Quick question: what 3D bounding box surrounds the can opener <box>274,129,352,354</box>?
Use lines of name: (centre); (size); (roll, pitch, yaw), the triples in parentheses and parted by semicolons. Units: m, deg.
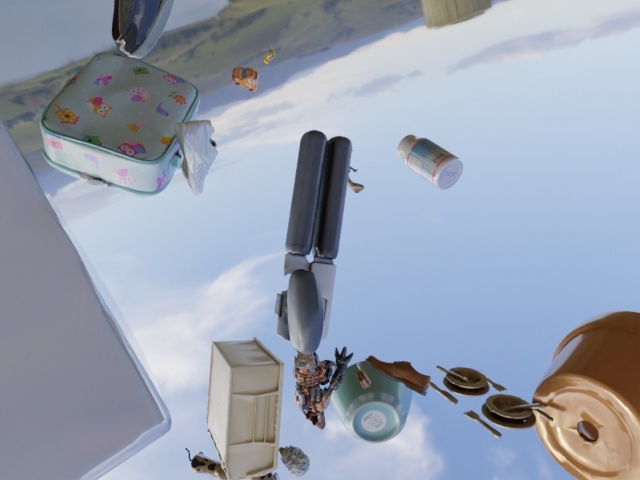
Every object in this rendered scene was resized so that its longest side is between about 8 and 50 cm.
can opener: (0.000, 0.000, 0.649); (0.075, 0.284, 0.095); (8, 180, -23)

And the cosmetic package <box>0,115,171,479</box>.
cosmetic package: (-0.274, 0.071, 0.452); (0.161, 0.230, 0.453); (-30, -177, -22)

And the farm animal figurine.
farm animal figurine: (-0.249, 0.742, 1.713); (0.330, 0.327, 0.172); (-38, 170, -9)

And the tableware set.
tableware set: (0.295, 0.269, 0.900); (0.128, 0.039, 0.194); (-5, -165, -25)

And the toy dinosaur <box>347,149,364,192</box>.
toy dinosaur: (0.037, -0.210, 1.317); (0.064, 0.112, 0.212); (-25, -113, -16)

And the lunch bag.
lunch bag: (-0.340, -0.204, 0.901); (0.224, 0.108, 0.279); (20, -133, -11)

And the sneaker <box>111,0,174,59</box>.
sneaker: (-0.190, -0.286, 0.450); (0.118, 0.222, 0.083); (1, -160, -42)

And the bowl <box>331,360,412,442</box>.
bowl: (0.195, 0.613, 1.849); (0.311, 0.312, 0.163); (-16, -162, 4)

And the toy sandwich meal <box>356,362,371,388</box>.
toy sandwich meal: (0.125, 0.409, 1.526); (0.029, 0.086, 0.085); (-31, -156, -4)

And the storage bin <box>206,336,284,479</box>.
storage bin: (-0.190, 0.392, 1.223); (0.123, 0.261, 0.262); (3, -178, -22)

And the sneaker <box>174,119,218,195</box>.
sneaker: (-0.194, -0.130, 0.817); (0.061, 0.152, 0.054); (-22, -120, -23)

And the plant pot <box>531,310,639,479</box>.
plant pot: (0.510, 0.289, 0.877); (0.203, 0.291, 0.290); (-14, -163, -35)

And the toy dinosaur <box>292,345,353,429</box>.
toy dinosaur: (-0.023, 0.400, 1.400); (0.164, 0.322, 0.218); (20, -144, 4)

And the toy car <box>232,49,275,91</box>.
toy car: (-0.132, -0.356, 1.017); (0.040, 0.060, 0.122); (-15, -131, 49)

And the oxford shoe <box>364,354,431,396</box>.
oxford shoe: (0.241, 0.401, 1.569); (0.212, 0.076, 0.076); (24, -99, 15)

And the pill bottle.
pill bottle: (0.260, -0.195, 1.226); (0.087, 0.087, 0.160); (-26, -134, -19)
